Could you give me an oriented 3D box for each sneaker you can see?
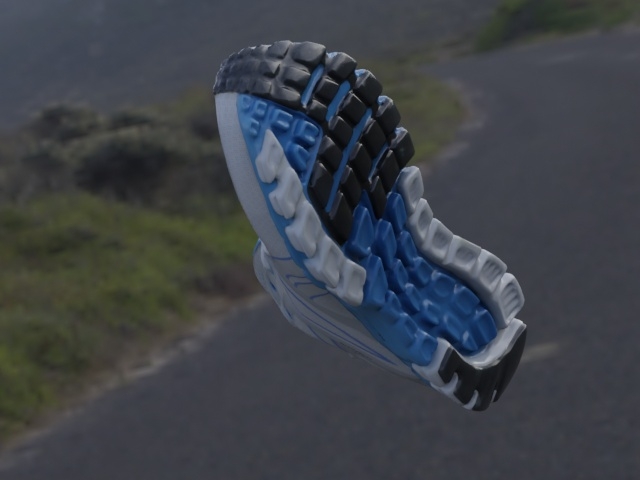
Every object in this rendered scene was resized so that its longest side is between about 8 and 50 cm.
[{"bbox_3d":[0.000,0.000,0.693,0.083,0.190,0.071,7,58,35],"label":"sneaker"}]
